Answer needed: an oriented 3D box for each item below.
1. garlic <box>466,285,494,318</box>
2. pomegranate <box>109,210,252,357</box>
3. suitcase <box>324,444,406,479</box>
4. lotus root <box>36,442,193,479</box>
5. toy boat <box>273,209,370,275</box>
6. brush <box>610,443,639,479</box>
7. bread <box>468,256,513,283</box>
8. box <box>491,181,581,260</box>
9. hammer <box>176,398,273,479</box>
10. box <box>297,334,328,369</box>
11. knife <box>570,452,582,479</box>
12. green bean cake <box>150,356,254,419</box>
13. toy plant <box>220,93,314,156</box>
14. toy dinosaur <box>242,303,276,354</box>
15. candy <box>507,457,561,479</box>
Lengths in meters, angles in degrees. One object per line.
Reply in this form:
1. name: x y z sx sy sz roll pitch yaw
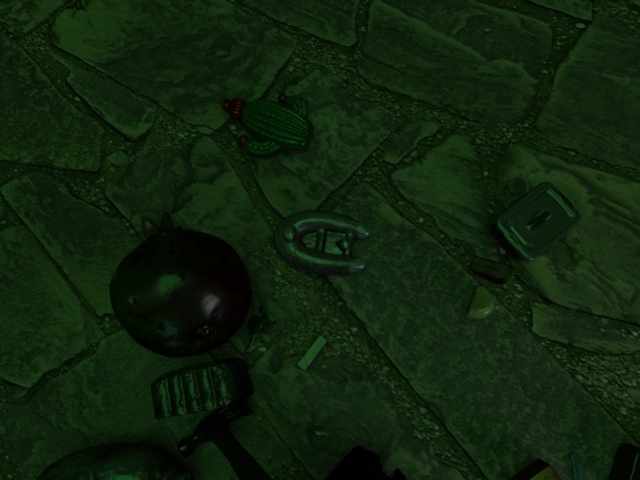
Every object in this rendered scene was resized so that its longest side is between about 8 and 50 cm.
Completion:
1. garlic: 0.369 0.144 1.046 0.053 0.041 0.083 14 69 19
2. pomegranate: -0.316 0.093 0.976 0.323 0.291 0.291 32 80 21
3. suitcase: 0.021 0.540 0.814 0.188 0.345 0.339 42 83 14
4. lotus root: -0.431 0.510 0.943 0.349 0.175 0.175 -8 77 -3
5. toy boat: 0.000 0.000 1.074 0.227 0.085 0.155 9 78 5
6. brush: 0.704 0.514 0.930 0.197 0.059 0.123 23 81 8
7. bread: 0.402 0.073 1.054 0.062 0.109 0.043 32 82 -35
8. box: 0.483 -0.036 1.054 0.172 0.093 0.124 -36 78 -5
9. hammer: -0.136 0.417 0.834 0.168 0.440 0.044 -36 110 -23
10. box: -0.016 0.252 1.031 0.024 0.053 0.083 39 80 11
11. knife: 0.543 0.500 0.967 0.027 0.010 0.096 -3 76 2
12. green bean cake: -0.245 0.306 0.970 0.181 0.173 0.094 -14 77 2
13. toy plant: -0.135 -0.287 1.148 0.240 0.088 0.154 -2 91 10
14. toy dinosaur: -0.150 0.209 1.067 0.060 0.029 0.119 31 85 25
15. candy: 0.426 0.503 0.946 0.122 0.062 0.038 -31 76 -4
